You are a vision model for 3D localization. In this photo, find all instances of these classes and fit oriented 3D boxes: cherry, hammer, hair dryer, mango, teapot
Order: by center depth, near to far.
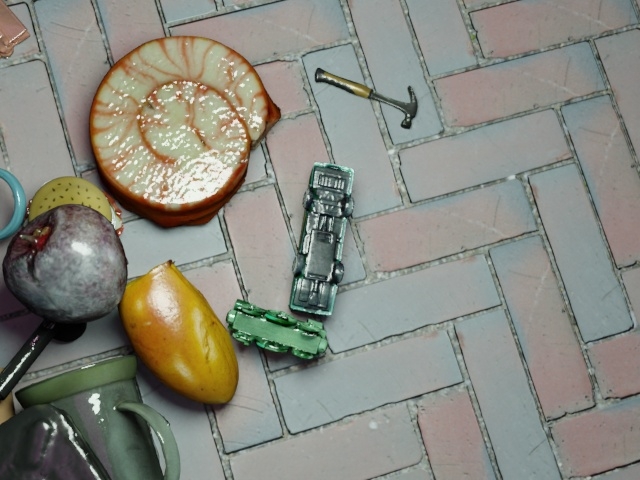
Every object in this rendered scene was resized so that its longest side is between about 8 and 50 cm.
[{"bbox_3d":[-0.392,0.043,1.727,0.195,0.195,0.195,1,78,-6],"label":"cherry"},{"bbox_3d":[-0.320,0.360,1.748,0.200,0.270,0.337,-8,78,-54],"label":"teapot"},{"bbox_3d":[-0.464,0.185,1.800,0.071,0.114,0.248,28,61,5],"label":"hair dryer"},{"bbox_3d":[-0.226,0.165,1.834,0.138,0.187,0.257,-29,92,8],"label":"mango"},{"bbox_3d":[0.085,-0.276,2.040,0.201,0.021,0.078,21,76,-3],"label":"hammer"}]

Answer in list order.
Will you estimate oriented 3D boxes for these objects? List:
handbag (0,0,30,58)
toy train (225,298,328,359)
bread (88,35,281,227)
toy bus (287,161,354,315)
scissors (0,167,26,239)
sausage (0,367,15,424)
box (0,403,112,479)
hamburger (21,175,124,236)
[{"bbox_3d":[-0.639,-0.353,1.952,0.212,0.059,0.157,-41,88,-11],"label":"handbag"},{"bbox_3d":[-0.074,0.152,1.887,0.178,0.104,0.071,18,93,-3],"label":"toy train"},{"bbox_3d":[-0.250,-0.196,1.936,0.295,0.114,0.327,29,77,0],"label":"bread"},{"bbox_3d":[0.000,0.000,1.927,0.091,0.109,0.261,12,79,-6],"label":"toy bus"},{"bbox_3d":[-0.637,-0.201,1.885,0.193,0.029,0.447,-20,86,15],"label":"scissors"},{"bbox_3d":[-0.544,0.339,1.784,0.123,0.123,0.252,-11,80,-9],"label":"sausage"},{"bbox_3d":[-0.439,0.457,1.604,0.350,0.091,0.359,-34,81,-7],"label":"box"},{"bbox_3d":[-0.418,-0.032,1.870,0.175,0.137,0.175,2,77,-10],"label":"hamburger"}]
